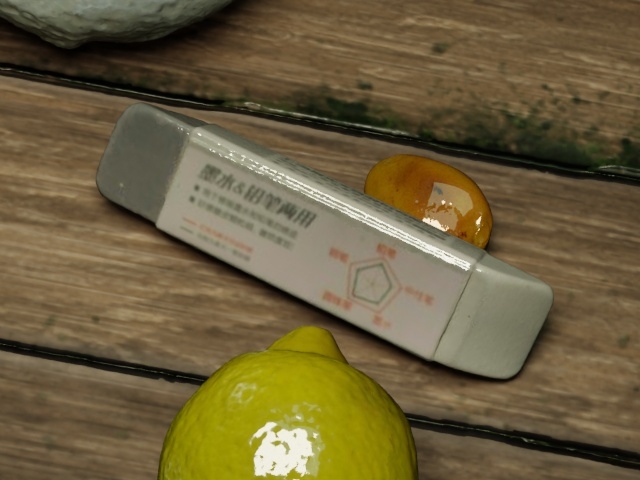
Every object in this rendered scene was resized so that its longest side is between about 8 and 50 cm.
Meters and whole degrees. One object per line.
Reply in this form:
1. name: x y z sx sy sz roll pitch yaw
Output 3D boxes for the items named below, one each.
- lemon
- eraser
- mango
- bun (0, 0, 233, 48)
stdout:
1. lemon: -0.021 0.179 1.310 0.184 0.184 0.248 1 77 -7
2. eraser: 0.000 0.000 1.476 0.352 0.089 0.061 26 16 9
3. mango: 0.082 -0.023 1.523 0.080 0.060 0.114 -38 71 -9
4. bun: -0.182 -0.305 1.572 0.362 0.211 0.362 1 66 -3
